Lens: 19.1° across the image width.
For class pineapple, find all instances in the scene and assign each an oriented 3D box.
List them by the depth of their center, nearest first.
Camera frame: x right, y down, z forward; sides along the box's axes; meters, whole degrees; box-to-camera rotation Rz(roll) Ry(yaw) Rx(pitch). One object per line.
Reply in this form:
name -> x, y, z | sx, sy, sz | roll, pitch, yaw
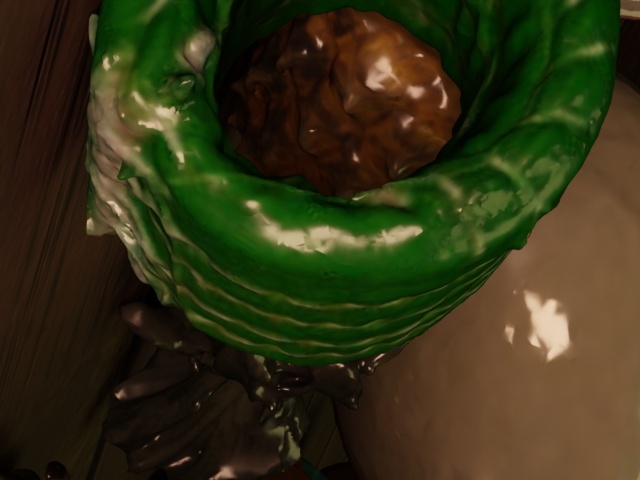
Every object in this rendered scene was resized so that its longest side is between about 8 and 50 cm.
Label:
pineapple -> 0.000, 0.000, 0.625 | 0.119, 0.111, 0.237 | -12, 149, -38

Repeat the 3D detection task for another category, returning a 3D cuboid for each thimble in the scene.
thimble -> 0.006, -0.036, 0.448 | 0.130, 0.118, 0.090 | -30, 166, -18

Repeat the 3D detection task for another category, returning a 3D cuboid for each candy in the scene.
candy -> 0.090, 0.037, 0.983 | 0.295, 0.185, 0.295 | -168, -90, -77

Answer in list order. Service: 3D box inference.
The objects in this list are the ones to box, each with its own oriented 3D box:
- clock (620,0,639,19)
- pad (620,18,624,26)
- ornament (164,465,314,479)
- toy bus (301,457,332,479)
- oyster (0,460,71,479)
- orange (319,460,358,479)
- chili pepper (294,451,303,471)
clock -> 0.145, -0.182, 0.611 | 0.244, 0.056, 0.244 | -20, 133, -22
pad -> 0.125, -0.194, 0.755 | 0.267, 0.004, 0.181 | -65, -155, 23
ornament -> -0.049, 0.249, 0.908 | 0.235, 0.221, 0.217 | 2, 131, -36
toy bus -> -0.039, 0.215, 1.208 | 0.160, 0.092, 0.079 | -60, 174, -17
oyster -> -0.098, 0.147, 0.583 | 0.191, 0.081, 0.163 | 164, -54, -81
orange -> 0.045, 0.313, 1.521 | 0.274, 0.274, 0.274 | -60, 173, -12
chili pepper -> -0.040, 0.136, 1.036 | 0.065, 0.088, 0.169 | -32, 145, -39
